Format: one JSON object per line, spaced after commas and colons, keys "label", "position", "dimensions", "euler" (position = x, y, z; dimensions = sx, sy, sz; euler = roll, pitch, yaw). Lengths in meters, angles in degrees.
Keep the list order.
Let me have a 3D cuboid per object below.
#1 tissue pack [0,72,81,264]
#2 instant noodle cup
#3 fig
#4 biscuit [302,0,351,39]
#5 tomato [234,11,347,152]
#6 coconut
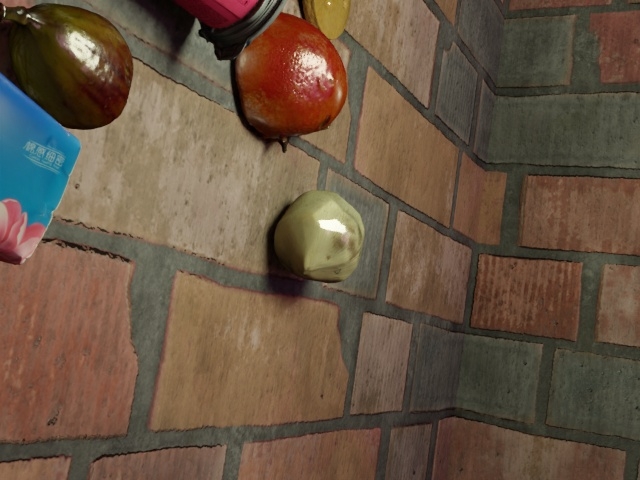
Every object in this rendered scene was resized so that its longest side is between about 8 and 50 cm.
{"label": "tissue pack", "position": [-0.443, -0.121, 0.934], "dimensions": [0.270, 0.137, 0.209], "euler": [49, 51, -52]}
{"label": "instant noodle cup", "position": [-0.183, -0.481, 1.272], "dimensions": [0.181, 0.258, 0.303], "euler": [18, 72, -47]}
{"label": "fig", "position": [-0.365, -0.259, 1.030], "dimensions": [0.274, 0.145, 0.170], "euler": [41, 57, -73]}
{"label": "biscuit", "position": [0.023, -0.654, 1.767], "dimensions": [0.275, 0.052, 0.355], "euler": [-22, 116, -61]}
{"label": "tomato", "position": [-0.036, -0.350, 1.606], "dimensions": [0.309, 0.170, 0.309], "euler": [-20, 113, -60]}
{"label": "coconut", "position": [0.000, 0.000, 1.706], "dimensions": [0.224, 0.224, 0.224], "euler": [-16, 108, -60]}
